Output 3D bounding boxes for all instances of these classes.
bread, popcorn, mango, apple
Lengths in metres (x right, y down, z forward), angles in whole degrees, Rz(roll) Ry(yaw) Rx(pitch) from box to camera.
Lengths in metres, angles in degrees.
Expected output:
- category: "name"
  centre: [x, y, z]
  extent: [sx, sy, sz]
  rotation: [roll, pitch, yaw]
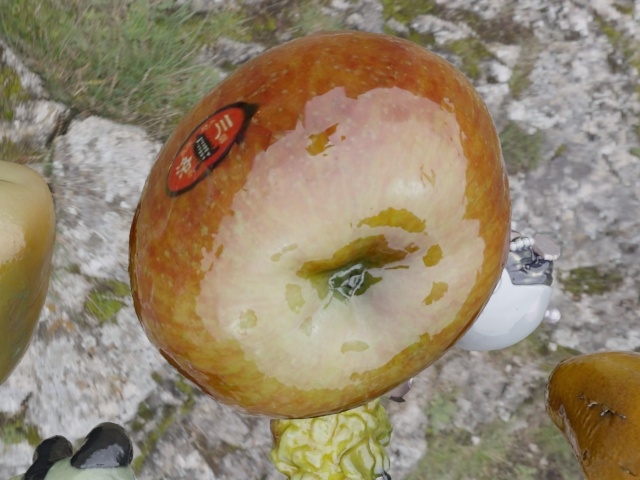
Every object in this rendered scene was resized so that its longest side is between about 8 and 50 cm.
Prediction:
- category: "bread"
  centre: [-0.548, 0.070, 1.545]
  extent: [0.253, 0.348, 0.376]
  rotation: [31, 120, 14]
- category: "popcorn"
  centre: [0.020, 0.291, 1.458]
  extent: [0.169, 0.218, 0.189]
  rotation: [-4, 56, 20]
- category: "mango"
  centre: [0.191, 0.110, 0.595]
  extent: [0.105, 0.159, 0.084]
  rotation: [-19, 130, -6]
- category: "apple"
  centre: [0.000, 0.000, 0.793]
  extent: [0.277, 0.250, 0.309]
  rotation: [29, 122, -11]

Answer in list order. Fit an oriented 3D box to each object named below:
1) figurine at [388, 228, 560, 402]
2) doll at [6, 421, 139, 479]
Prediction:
- category: "figurine"
  centre: [0.235, 0.111, 1.813]
  extent: [0.361, 0.253, 0.211]
  rotation: [-25, 108, -21]
- category: "doll"
  centre: [-0.330, 0.335, 1.359]
  extent: [0.234, 0.135, 0.144]
  rotation: [-17, 101, 27]
